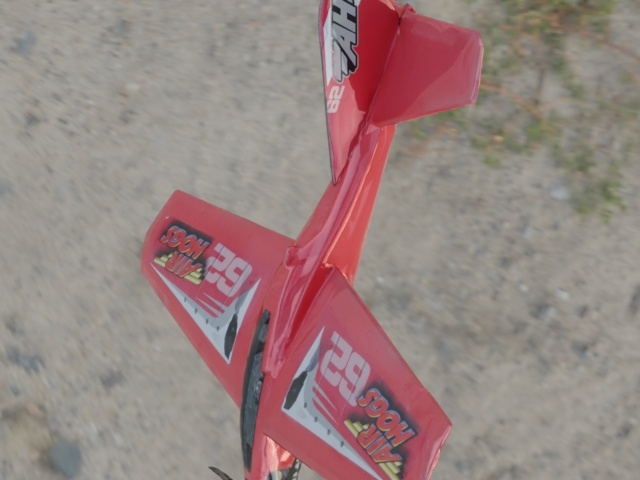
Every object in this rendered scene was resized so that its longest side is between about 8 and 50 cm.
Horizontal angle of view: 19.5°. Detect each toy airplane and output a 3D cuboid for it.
[{"bbox_3d":[0.000,0.000,0.433,0.028,0.151,0.151,2,98,-29],"label":"toy airplane"}]
